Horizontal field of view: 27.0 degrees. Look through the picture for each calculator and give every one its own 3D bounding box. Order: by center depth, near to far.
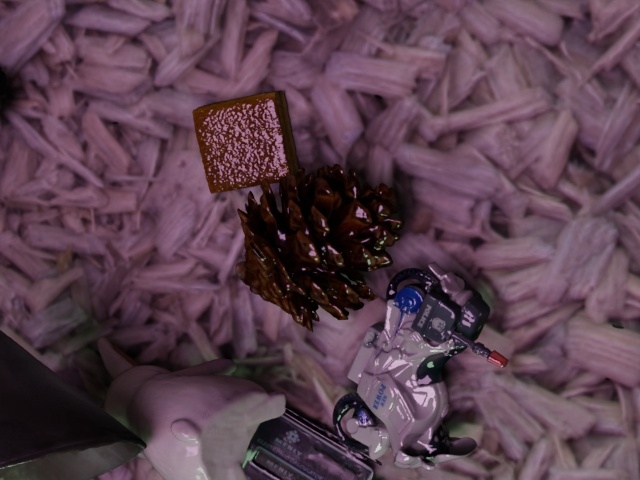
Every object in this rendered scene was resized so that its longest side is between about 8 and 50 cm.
[{"bbox_3d":[-0.054,0.310,1.446,0.165,0.028,0.274,30,111,8],"label":"calculator"}]

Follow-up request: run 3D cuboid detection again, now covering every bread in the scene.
[{"bbox_3d":[-0.074,-0.100,1.340,0.094,0.035,0.090,-9,101,21],"label":"bread"}]

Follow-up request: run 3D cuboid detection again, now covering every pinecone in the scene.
[{"bbox_3d":[0.000,0.000,1.285,0.173,0.173,0.174,5,106,17],"label":"pinecone"}]

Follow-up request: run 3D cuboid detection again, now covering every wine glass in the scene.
[{"bbox_3d":[-0.361,0.061,1.298,0.267,0.267,0.406,-28,75,22],"label":"wine glass"}]

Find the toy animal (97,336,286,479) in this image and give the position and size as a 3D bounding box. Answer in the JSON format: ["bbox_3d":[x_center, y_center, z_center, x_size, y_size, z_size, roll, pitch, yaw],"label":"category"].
[{"bbox_3d":[-0.157,0.184,1.402,0.282,0.138,0.141,10,87,57],"label":"toy animal"}]

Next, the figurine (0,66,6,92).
[{"bbox_3d":[-0.415,-0.179,1.411,0.149,0.087,0.086,17,71,12],"label":"figurine"}]

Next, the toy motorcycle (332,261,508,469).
[{"bbox_3d":[0.103,0.136,1.314,0.150,0.102,0.221,30,112,22],"label":"toy motorcycle"}]
